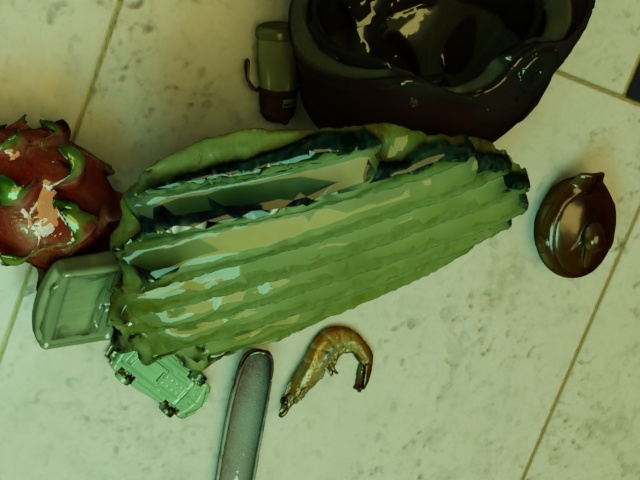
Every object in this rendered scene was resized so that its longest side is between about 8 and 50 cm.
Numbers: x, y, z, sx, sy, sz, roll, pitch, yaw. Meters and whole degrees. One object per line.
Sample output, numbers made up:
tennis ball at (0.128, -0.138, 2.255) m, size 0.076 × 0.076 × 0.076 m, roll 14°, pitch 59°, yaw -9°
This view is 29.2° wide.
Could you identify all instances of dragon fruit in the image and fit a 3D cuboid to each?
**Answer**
dragon fruit at (-0.245, -0.021, 1.159) m, size 0.137 × 0.135 × 0.236 m, roll -34°, pitch 139°, yaw 3°

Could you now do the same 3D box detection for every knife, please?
knife at (-0.098, 0.241, 1.340) m, size 0.123 × 0.053 × 0.278 m, roll 6°, pitch 104°, yaw -16°

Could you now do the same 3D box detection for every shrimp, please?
shrimp at (0.005, 0.155, 1.365) m, size 0.127 × 0.025 × 0.091 m, roll -48°, pitch 118°, yaw -3°

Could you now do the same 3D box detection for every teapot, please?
teapot at (0.294, -0.017, 1.385) m, size 0.098 × 0.078 × 0.129 m, roll -1°, pitch 108°, yaw -21°

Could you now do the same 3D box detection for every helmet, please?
helmet at (0.115, -0.174, 1.198) m, size 0.305 × 0.225 × 0.177 m, roll -18°, pitch 139°, yaw -18°

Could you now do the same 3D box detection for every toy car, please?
toy car at (-0.167, 0.140, 1.290) m, size 0.059 × 0.035 × 0.122 m, roll -47°, pitch 125°, yaw 0°

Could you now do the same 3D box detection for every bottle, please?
bottle at (-0.044, -0.166, 1.230) m, size 0.063 × 0.047 × 0.101 m, roll 8°, pitch 114°, yaw 15°

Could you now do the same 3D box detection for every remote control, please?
remote control at (-0.140, 0.041, 1.205) m, size 0.285 × 0.038 × 0.123 m, roll -9°, pitch 143°, yaw -30°

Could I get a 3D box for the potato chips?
potato chips at (0.000, 0.000, 1.155) m, size 0.429 × 0.070 × 0.358 m, roll -18°, pitch 152°, yaw -9°
